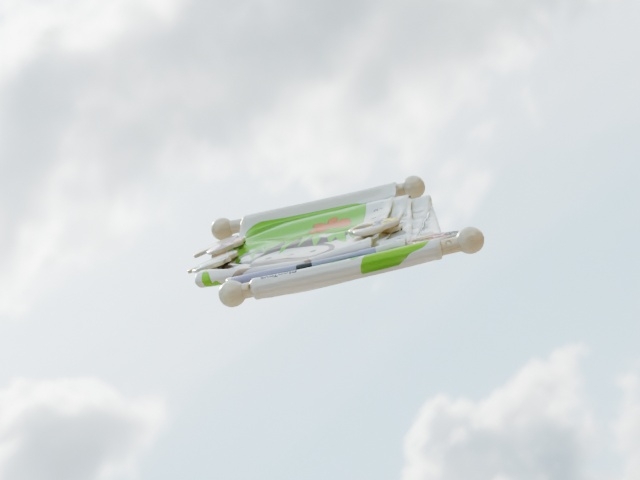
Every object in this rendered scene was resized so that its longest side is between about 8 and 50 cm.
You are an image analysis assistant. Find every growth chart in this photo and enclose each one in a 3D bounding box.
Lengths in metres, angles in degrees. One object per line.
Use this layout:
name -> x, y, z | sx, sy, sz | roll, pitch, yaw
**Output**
growth chart -> 0.000, 0.000, 0.932 | 0.172, 0.021, 0.237 | -13, 11, -1
